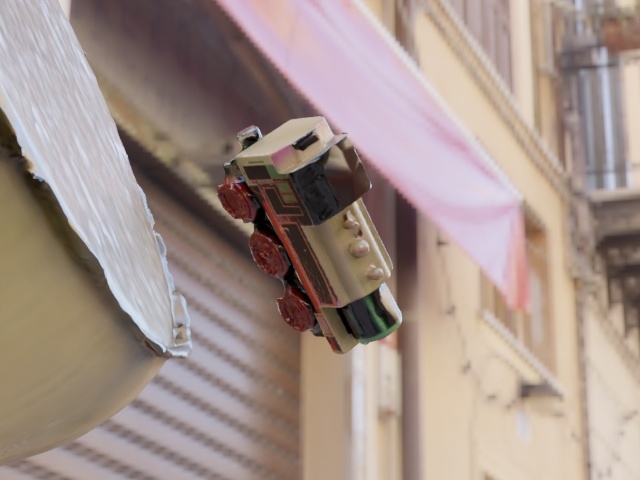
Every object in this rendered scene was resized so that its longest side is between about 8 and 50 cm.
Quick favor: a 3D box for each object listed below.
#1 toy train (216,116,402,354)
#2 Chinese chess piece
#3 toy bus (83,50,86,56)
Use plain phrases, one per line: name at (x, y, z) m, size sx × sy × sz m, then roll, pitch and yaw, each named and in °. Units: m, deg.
toy train at (0.000, 0.000, 0.868) m, size 0.050 × 0.138 × 0.087 m, roll -36°, pitch 20°, yaw -28°
Chinese chess piece at (-0.146, -0.050, 0.577) m, size 0.112 × 0.270 × 0.270 m, roll -23°, pitch -24°, yaw 0°
toy bus at (-0.238, -0.103, 1.246) m, size 0.075 × 0.123 × 0.060 m, roll -6°, pitch -31°, yaw 40°
